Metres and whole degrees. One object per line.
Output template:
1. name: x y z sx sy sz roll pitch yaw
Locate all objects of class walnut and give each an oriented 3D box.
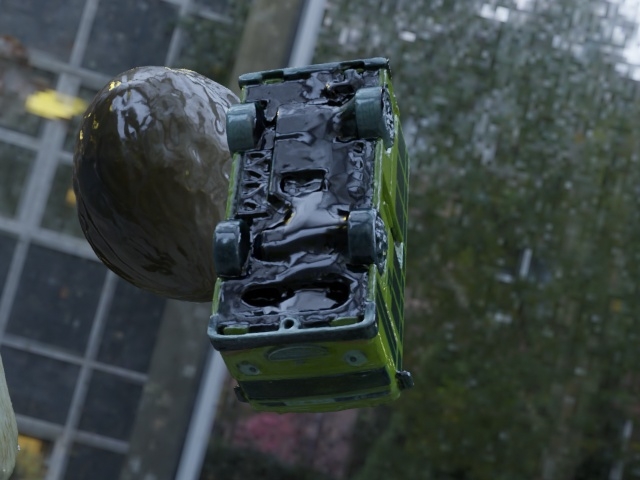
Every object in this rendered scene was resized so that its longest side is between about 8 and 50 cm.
1. walnut: -0.096 -0.037 1.056 0.140 0.162 0.140 -4 -15 -1

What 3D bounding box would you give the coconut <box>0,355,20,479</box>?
1. coconut: -0.441 0.159 1.459 0.323 0.323 0.323 14 -11 3

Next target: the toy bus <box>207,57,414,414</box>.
1. toy bus: 0.000 0.000 0.799 0.088 0.175 0.101 -5 -41 11
